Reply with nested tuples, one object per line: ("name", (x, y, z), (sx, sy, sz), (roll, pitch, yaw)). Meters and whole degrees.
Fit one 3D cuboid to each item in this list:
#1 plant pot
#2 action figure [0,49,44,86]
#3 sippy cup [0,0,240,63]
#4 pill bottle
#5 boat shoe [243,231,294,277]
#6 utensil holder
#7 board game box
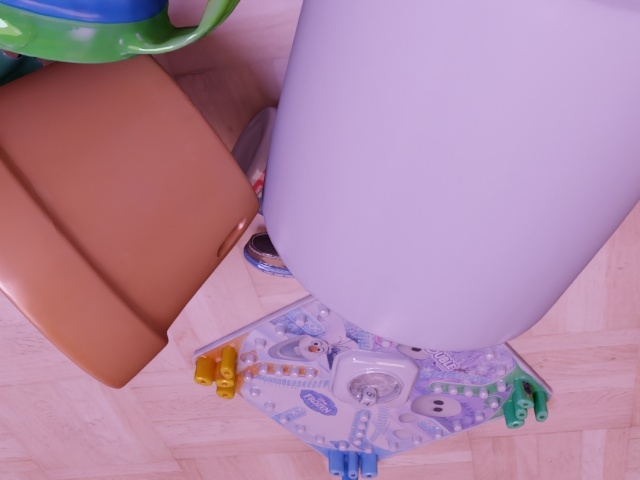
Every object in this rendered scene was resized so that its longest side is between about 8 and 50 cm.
("plant pot", (-0.192, -0.043, 0.743), (0.203, 0.291, 0.291), (-39, 129, -7))
("action figure", (-0.335, -0.131, 0.877), (0.137, 0.064, 0.232), (33, 135, -28))
("sippy cup", (-0.199, -0.287, 0.613), (0.305, 0.240, 0.224), (9, 125, -27))
("pill bottle", (-0.005, -0.057, 0.901), (0.180, 0.108, 0.108), (27, 131, -22))
("boat shoe", (0.000, 0.000, 0.995), (0.183, 0.066, 0.066), (0, 131, -11))
("utensil holder", (0.132, -0.143, 0.661), (0.327, 0.328, 0.385), (12, 137, -9))
("board game box", (0.078, 0.214, 1.210), (0.390, 0.050, 0.390), (-27, 127, 27))
